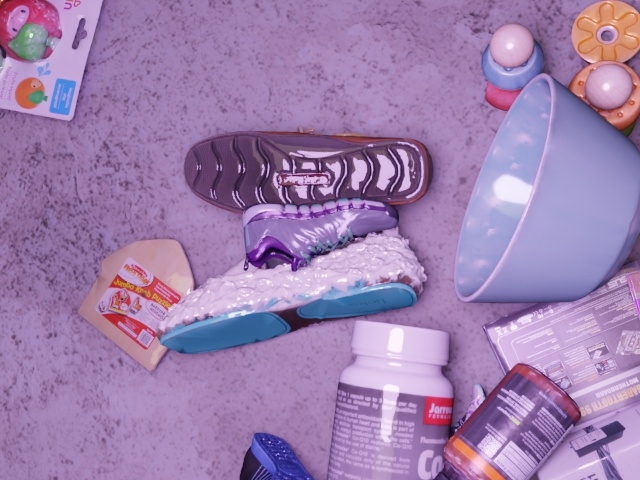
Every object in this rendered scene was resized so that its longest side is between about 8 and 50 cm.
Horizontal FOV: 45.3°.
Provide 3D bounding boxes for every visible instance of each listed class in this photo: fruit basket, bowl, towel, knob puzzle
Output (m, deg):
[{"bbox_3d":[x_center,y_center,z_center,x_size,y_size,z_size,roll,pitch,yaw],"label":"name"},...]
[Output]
[{"bbox_3d":[-0.566,-0.396,1.349,0.353,0.165,0.327,11,84,14],"label":"fruit basket"},{"bbox_3d":[0.305,-0.042,0.999,0.163,0.311,0.311,19,86,-2],"label":"bowl"},{"bbox_3d":[0.442,0.074,1.009,0.060,0.009,0.083,-15,78,11],"label":"towel"},{"bbox_3d":[-0.281,0.085,1.256,0.213,0.030,0.213,-3,80,16],"label":"knob puzzle"}]

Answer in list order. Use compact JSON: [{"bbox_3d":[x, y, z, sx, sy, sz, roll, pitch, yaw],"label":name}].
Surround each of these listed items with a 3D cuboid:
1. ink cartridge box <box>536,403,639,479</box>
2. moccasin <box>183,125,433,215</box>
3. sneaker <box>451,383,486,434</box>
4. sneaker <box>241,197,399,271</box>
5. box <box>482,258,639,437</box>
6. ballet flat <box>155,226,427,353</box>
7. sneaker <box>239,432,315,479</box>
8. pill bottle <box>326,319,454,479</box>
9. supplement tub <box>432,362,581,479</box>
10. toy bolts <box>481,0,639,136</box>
[{"bbox_3d":[0.396,0.308,0.976,0.208,0.087,0.153,-28,99,10],"label":"ink cartridge box"},{"bbox_3d":[-0.021,-0.110,1.170,0.380,0.147,0.139,-6,94,11],"label":"moccasin"},{"bbox_3d":[0.206,0.255,1.088,0.069,0.038,0.098,-9,78,13],"label":"sneaker"},{"bbox_3d":[0.000,0.000,1.083,0.224,0.083,0.098,-3,68,7],"label":"sneaker"},{"bbox_3d":[0.366,0.155,1.050,0.231,0.056,0.183,-26,76,10],"label":"box"},{"bbox_3d":[-0.046,0.071,1.154,0.409,0.147,0.147,-12,78,8],"label":"ballet flat"},{"bbox_3d":[-0.059,0.360,1.068,0.081,0.232,0.090,16,98,-19],"label":"sneaker"},{"bbox_3d":[0.097,0.258,1.053,0.161,0.161,0.283,5,83,16],"label":"pill bottle"},{"bbox_3d":[0.229,0.258,0.971,0.106,0.106,0.198,42,83,18],"label":"supplement tub"},{"bbox_3d":[0.344,-0.264,1.072,0.228,0.158,0.218,13,85,17],"label":"toy bolts"}]
